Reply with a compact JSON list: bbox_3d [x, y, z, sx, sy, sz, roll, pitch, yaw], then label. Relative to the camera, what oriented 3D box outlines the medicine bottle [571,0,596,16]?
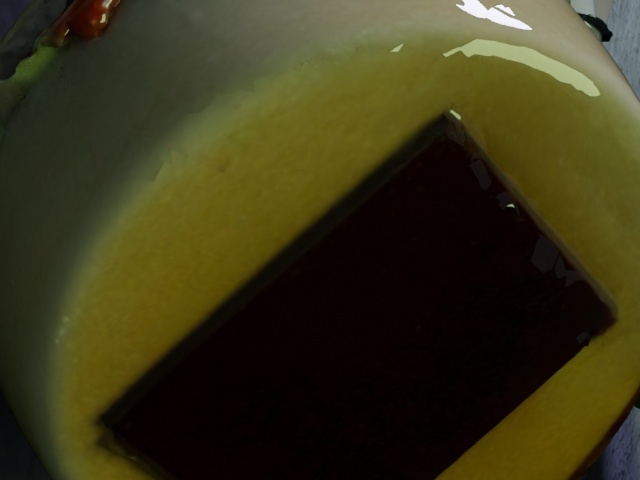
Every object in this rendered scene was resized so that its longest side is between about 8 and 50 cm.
[{"bbox_3d":[0.146,-0.148,1.012,0.103,0.102,0.187,-41,125,-54],"label":"medicine bottle"}]

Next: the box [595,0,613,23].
[{"bbox_3d":[0.220,-0.326,1.200,0.205,0.051,0.365,62,39,-43],"label":"box"}]

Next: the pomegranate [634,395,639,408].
[{"bbox_3d":[0.319,0.047,1.264,0.202,0.202,0.248,58,16,-45],"label":"pomegranate"}]

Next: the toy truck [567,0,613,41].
[{"bbox_3d":[0.085,-0.051,0.825,0.367,0.175,0.146,34,62,-57],"label":"toy truck"}]

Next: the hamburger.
[{"bbox_3d":[0.000,0.000,0.570,0.170,0.302,0.302,56,-10,54],"label":"hamburger"}]
